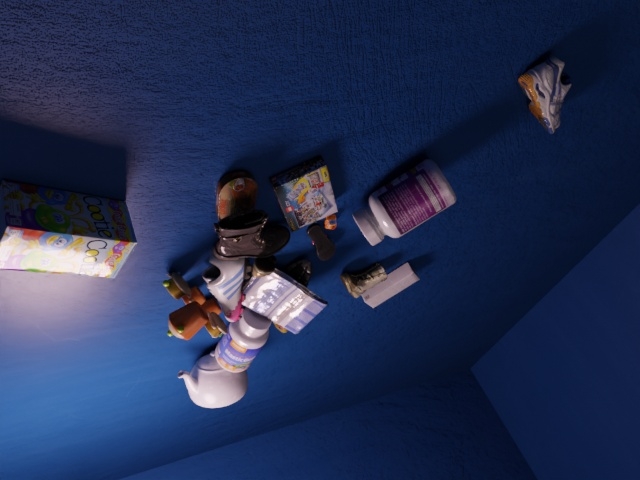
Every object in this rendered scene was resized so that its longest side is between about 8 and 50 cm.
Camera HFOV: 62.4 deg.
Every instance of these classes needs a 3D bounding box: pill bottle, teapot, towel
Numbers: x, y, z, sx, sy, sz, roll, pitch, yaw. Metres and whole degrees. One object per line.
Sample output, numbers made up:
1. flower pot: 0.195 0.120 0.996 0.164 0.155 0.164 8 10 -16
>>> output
1. pill bottle: 0.259 -0.113 1.672 0.302 0.169 0.169 -32 148 8
2. teapot: -0.403 0.519 2.082 0.253 0.256 0.186 -2 105 0
3. towel: -0.141 0.208 1.836 0.285 0.034 0.209 34 120 -19
4. pill bottle: -0.283 0.362 1.971 0.152 0.152 0.272 -1 140 -35

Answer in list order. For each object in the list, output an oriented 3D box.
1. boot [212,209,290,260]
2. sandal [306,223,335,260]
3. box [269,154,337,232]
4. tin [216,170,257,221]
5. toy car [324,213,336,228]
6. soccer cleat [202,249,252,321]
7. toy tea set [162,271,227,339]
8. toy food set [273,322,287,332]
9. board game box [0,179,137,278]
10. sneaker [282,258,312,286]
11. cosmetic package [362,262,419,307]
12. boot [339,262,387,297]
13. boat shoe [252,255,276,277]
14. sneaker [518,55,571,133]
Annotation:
1. boot: -0.182 -0.023 1.489 0.263 0.091 0.229 -16 163 -24
2. sandal: 0.000 0.000 1.776 0.067 0.040 0.179 -31 134 -3
3. box: -0.044 -0.131 1.542 0.159 0.044 0.233 -24 148 -5
4. tin: -0.231 -0.114 1.439 0.106 0.040 0.189 -15 147 -25
5. toy car: 0.003 -0.052 1.692 0.122 0.040 0.060 -4 141 -33
6. soccer cleat: -0.307 0.140 1.691 0.143 0.116 0.331 4 135 -13
7. toy tea set: -0.407 0.241 1.672 0.124 0.200 0.336 -36 153 -2
8. toy food set: -0.122 0.323 2.107 0.128 0.071 0.217 -25 148 -4
9. board game box: -0.592 -0.019 1.212 0.275 0.144 0.142 10 132 -45
10. sneaker: -0.095 0.160 1.901 0.106 0.101 0.267 -31 157 -54
11. cosmetic package: 0.292 0.190 2.228 0.239 0.060 0.099 -33 145 10
12. boot: 0.172 0.144 2.062 0.165 0.077 0.213 -30 153 6
13. boat shoe: -0.183 0.089 1.646 0.072 0.068 0.190 -50 -179 10
14. sneaker: 0.703 -0.432 1.594 0.131 0.111 0.296 -37 147 15
